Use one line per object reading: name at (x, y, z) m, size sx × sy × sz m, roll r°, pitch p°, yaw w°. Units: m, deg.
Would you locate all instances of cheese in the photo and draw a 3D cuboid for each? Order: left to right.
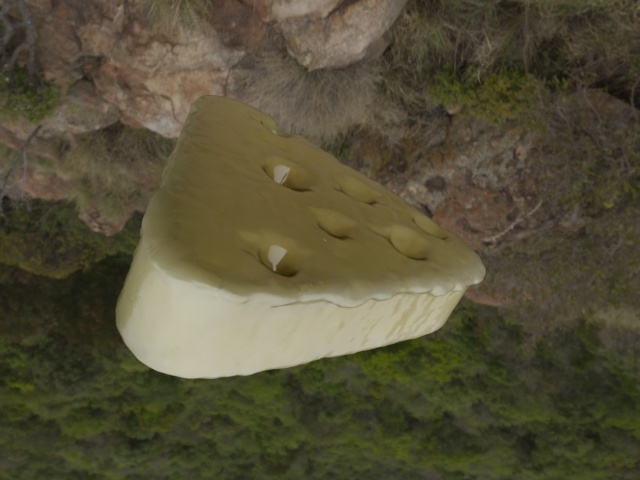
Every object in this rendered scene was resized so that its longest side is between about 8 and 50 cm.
cheese at (0.000, 0.000, 0.568) m, size 0.384 × 0.384 × 0.104 m, roll 19°, pitch 119°, yaw -15°
